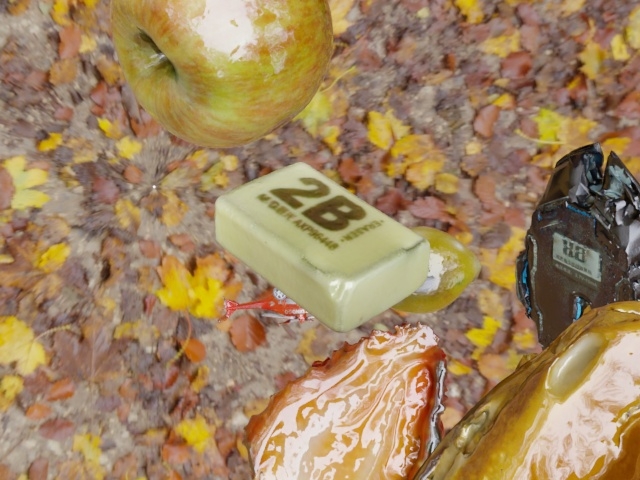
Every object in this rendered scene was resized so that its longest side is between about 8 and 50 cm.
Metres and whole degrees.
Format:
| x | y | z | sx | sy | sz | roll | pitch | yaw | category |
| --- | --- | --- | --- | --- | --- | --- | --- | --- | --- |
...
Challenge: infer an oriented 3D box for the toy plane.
| x | y | z | sx | sy | sz | roll | pitch | yaw | category |
| --- | --- | --- | --- | --- | --- | --- | --- | --- | --- |
| -0.075 | 0.104 | 1.444 | 0.126 | 0.194 | 0.077 | -19 | 103 | -54 | toy plane |

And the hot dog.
| x | y | z | sx | sy | sz | roll | pitch | yaw | category |
| --- | --- | --- | --- | --- | --- | --- | --- | --- | --- |
| 0.069 | 0.141 | 0.325 | 0.115 | 0.072 | 0.269 | 40 | 109 | 22 | hot dog |

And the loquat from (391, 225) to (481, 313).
| x | y | z | sx | sy | sz | roll | pitch | yaw | category |
| --- | --- | --- | --- | --- | --- | --- | --- | --- | --- |
| 0.178 | 0.051 | 1.469 | 0.195 | 0.152 | 0.152 | -9 | 95 | -2 | loquat |

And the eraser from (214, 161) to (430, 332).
| x | y | z | sx | sy | sz | roll | pitch | yaw | category |
| --- | --- | --- | --- | --- | --- | --- | --- | --- | --- |
| 0.000 | 0.000 | 0.761 | 0.117 | 0.172 | 0.058 | -26 | 136 | -36 | eraser |

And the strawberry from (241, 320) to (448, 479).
| x | y | z | sx | sy | sz | roll | pitch | yaw | category |
| --- | --- | --- | --- | --- | --- | --- | --- | --- | --- |
| 0.018 | 0.152 | 0.605 | 0.140 | 0.085 | 0.192 | 2 | 84 | 7 | strawberry |

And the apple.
| x | y | z | sx | sy | sz | roll | pitch | yaw | category |
| --- | --- | --- | --- | --- | --- | --- | --- | --- | --- |
| -0.105 | -0.245 | 1.005 | 0.264 | 0.264 | 0.264 | -1 | 94 | -11 | apple |

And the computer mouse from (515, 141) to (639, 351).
| x | y | z | sx | sy | sz | roll | pitch | yaw | category |
| --- | --- | --- | --- | --- | --- | --- | --- | --- | --- |
| 0.238 | 0.029 | 0.723 | 0.077 | 0.146 | 0.242 | -23 | 125 | -26 | computer mouse |
